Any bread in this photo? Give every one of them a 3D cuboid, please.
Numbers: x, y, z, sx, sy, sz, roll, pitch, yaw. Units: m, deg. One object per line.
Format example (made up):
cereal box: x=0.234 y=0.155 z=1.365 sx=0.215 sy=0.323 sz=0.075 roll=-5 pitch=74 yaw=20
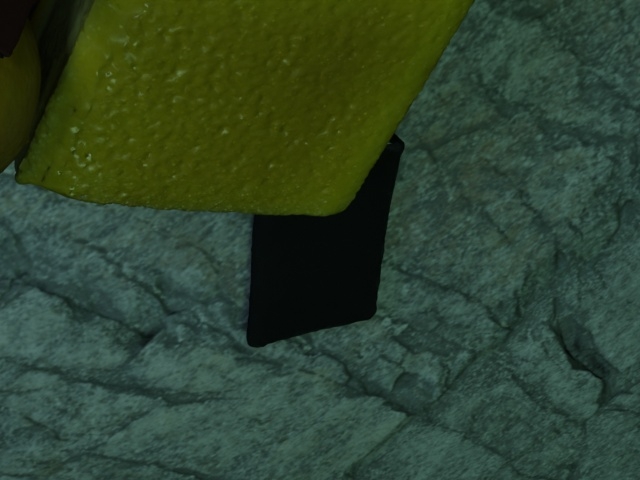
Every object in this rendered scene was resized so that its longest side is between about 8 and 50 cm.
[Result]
bread: x=-0.057 y=-0.174 z=1.251 sx=0.323 sy=0.143 sz=0.333 roll=5 pitch=134 yaw=-32

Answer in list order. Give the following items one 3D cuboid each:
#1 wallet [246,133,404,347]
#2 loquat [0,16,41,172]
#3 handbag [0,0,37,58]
wallet: x=0.000 y=0.000 z=1.579 sx=0.146 sy=0.030 sz=0.285 roll=-8 pitch=139 yaw=-13
loquat: x=-0.305 y=-0.118 z=1.147 sx=0.208 sy=0.208 sz=0.208 roll=-14 pitch=141 yaw=-11
handbag: x=-0.248 y=-0.277 z=0.968 sx=0.275 sy=0.084 sz=0.260 roll=26 pitch=84 yaw=-51
